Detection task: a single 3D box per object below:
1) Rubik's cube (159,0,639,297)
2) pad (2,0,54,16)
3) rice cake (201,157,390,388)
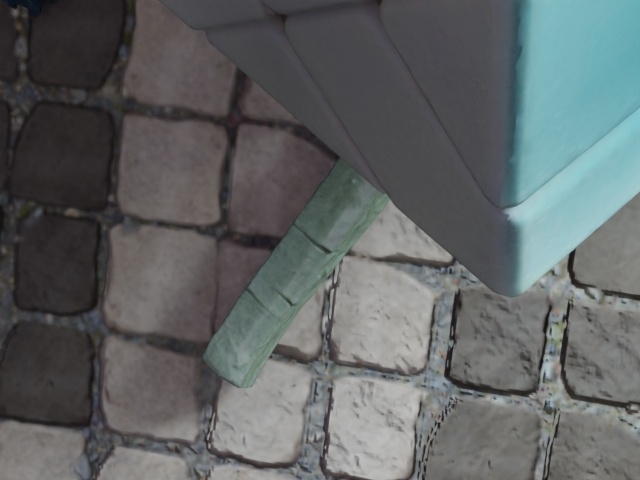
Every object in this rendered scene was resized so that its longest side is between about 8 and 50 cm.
[{"bbox_3d":[0.085,-0.231,0.681,0.316,0.322,0.319,-38,63,-18],"label":"Rubik's cube"},{"bbox_3d":[-0.221,-0.318,1.011,0.269,0.012,0.269,32,108,-25],"label":"pad"},{"bbox_3d":[0.000,0.000,1.060,0.045,0.042,0.245,42,107,17],"label":"rice cake"}]
